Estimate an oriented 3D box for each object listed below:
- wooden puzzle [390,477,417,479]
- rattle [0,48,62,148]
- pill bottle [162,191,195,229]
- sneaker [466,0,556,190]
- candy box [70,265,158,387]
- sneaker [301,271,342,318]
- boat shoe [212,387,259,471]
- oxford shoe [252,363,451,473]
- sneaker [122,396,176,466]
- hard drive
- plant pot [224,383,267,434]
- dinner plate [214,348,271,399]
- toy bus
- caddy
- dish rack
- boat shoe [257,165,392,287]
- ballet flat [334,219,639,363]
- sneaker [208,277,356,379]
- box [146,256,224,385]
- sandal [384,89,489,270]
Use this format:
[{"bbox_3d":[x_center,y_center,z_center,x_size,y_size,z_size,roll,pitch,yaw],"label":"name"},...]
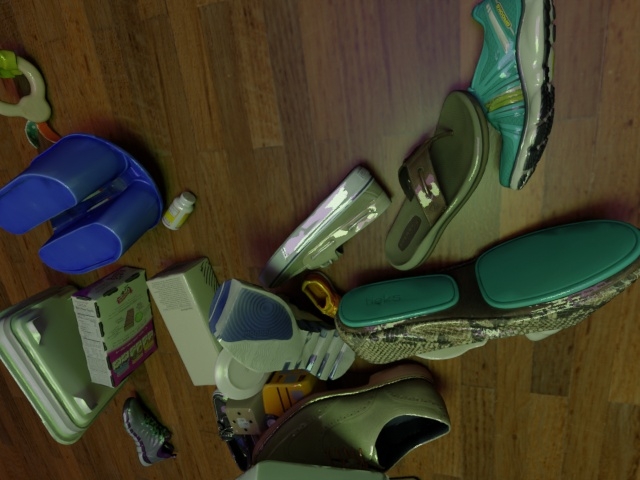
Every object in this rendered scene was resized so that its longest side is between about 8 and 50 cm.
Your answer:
[{"bbox_3d":[0.182,0.684,0.974,0.221,0.044,0.238,-21,98,25],"label":"wooden puzzle"},{"bbox_3d":[-0.659,-0.299,0.868,0.143,0.130,0.199,3,138,29],"label":"rattle"},{"bbox_3d":[-0.296,-0.063,0.845,0.043,0.043,0.083,44,117,-1],"label":"pill bottle"},{"bbox_3d":[0.271,-0.210,0.576,0.110,0.107,0.275,4,108,38],"label":"sneaker"},{"bbox_3d":[-0.475,0.199,0.944,0.071,0.159,0.233,8,112,14],"label":"candy box"},{"bbox_3d":[0.030,0.137,0.796,0.175,0.067,0.064,38,116,0],"label":"sneaker"},{"bbox_3d":[-0.222,0.482,1.012,0.080,0.076,0.228,-11,106,23],"label":"boat shoe"},{"bbox_3d":[0.050,0.370,0.757,0.397,0.146,0.140,-28,110,2],"label":"oxford shoe"},{"bbox_3d":[-0.478,0.530,1.135,0.098,0.083,0.223,-11,110,-1],"label":"sneaker"},{"bbox_3d":[-0.062,0.483,0.749,0.233,0.047,0.353,17,136,-18],"label":"hard drive"},{"bbox_3d":[-0.162,0.392,0.945,0.109,0.096,0.109,-11,106,23],"label":"plant pot"},{"bbox_3d":[-0.165,0.282,0.887,0.017,0.141,0.141,1,114,54],"label":"dinner plate"},{"bbox_3d":[-0.035,0.431,0.911,0.130,0.108,0.332,-8,107,19],"label":"toy bus"},{"bbox_3d":[-0.491,-0.078,0.834,0.341,0.179,0.241,-16,124,30],"label":"caddy"},{"bbox_3d":[-0.592,0.272,0.964,0.072,0.285,0.333,-25,101,5],"label":"dish rack"},{"bbox_3d":[0.000,0.000,0.733,0.094,0.109,0.302,43,115,-3],"label":"boat shoe"},{"bbox_3d":[0.263,0.112,0.668,0.483,0.164,0.182,-20,123,23],"label":"ballet flat"},{"bbox_3d":[-0.091,0.165,0.762,0.182,0.315,0.127,18,78,49],"label":"sneaker"},{"bbox_3d":[-0.270,0.185,0.904,0.113,0.094,0.275,-11,107,22],"label":"box"},{"bbox_3d":[0.162,-0.079,0.626,0.086,0.120,0.303,7,119,-23],"label":"sandal"}]
